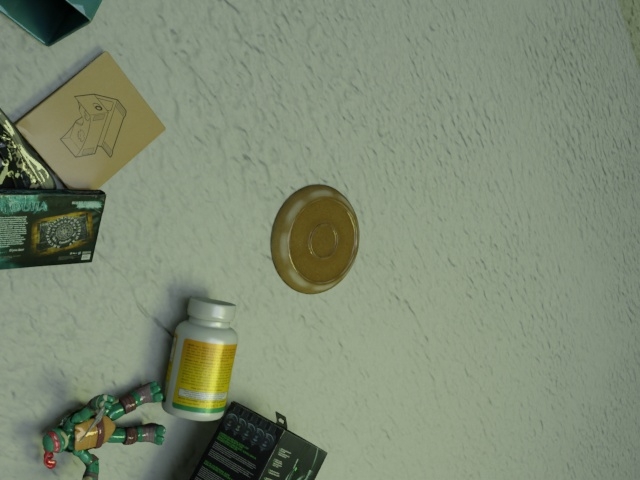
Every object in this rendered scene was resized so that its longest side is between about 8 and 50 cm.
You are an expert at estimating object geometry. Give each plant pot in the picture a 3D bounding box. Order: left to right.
[{"bbox_3d":[-0.386,-0.448,1.040,0.165,0.165,0.234,39,64,-35],"label":"plant pot"},{"bbox_3d":[0.000,0.000,1.484,0.236,0.032,0.237,-6,100,-37],"label":"plant pot"}]

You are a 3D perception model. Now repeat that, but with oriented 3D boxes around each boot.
[{"bbox_3d":[-0.520,-0.108,1.015,0.179,0.085,0.236,-48,133,-23],"label":"boot"}]

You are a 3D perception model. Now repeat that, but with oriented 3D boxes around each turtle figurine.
[{"bbox_3d":[-0.375,0.323,1.178,0.234,0.118,0.175,-11,118,-50],"label":"turtle figurine"}]

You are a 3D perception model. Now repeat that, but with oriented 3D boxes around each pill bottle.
[{"bbox_3d":[-0.217,0.214,1.286,0.117,0.117,0.209,11,89,-39],"label":"pill bottle"}]

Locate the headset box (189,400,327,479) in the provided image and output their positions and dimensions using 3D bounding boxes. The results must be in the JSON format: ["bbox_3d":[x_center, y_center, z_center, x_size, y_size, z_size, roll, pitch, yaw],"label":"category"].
[{"bbox_3d":[-0.129,0.465,1.327,0.283,0.131,0.246,-62,151,-13],"label":"headset box"}]

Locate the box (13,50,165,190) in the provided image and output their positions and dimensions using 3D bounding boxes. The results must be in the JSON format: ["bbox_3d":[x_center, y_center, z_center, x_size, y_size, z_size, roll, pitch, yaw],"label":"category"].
[{"bbox_3d":[-0.380,-0.189,1.165,0.201,0.021,0.164,-48,122,-23],"label":"box"}]

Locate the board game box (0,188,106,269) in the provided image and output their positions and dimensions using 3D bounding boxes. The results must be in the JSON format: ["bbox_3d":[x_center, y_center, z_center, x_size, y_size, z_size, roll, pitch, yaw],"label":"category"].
[{"bbox_3d":[-0.430,-0.020,1.094,0.186,0.026,0.126,-4,117,-53],"label":"board game box"}]
